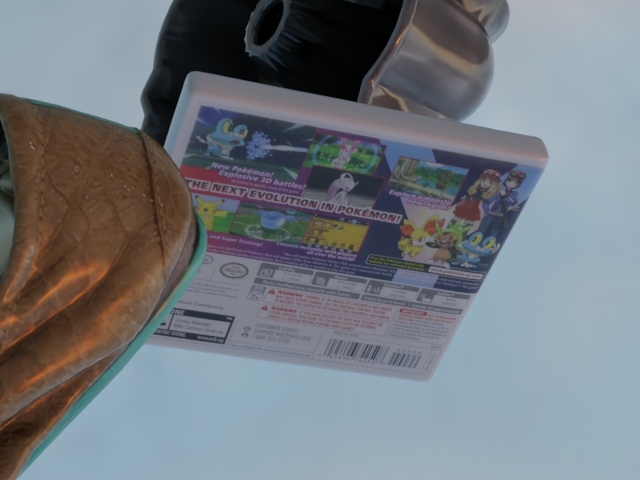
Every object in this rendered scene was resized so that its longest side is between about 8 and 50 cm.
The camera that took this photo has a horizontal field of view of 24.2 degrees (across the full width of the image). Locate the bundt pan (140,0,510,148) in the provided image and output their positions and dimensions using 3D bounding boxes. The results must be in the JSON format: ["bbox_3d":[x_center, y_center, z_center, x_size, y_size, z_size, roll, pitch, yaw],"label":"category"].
[{"bbox_3d":[0.009,-0.133,1.066,0.124,0.331,0.331,22,-163,-33],"label":"bundt pan"}]

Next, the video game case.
[{"bbox_3d":[0.000,0.000,0.827,0.201,0.183,0.023,10,-140,-17],"label":"video game case"}]

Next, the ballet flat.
[{"bbox_3d":[-0.174,0.090,0.537,0.116,0.124,0.342,26,-101,52],"label":"ballet flat"}]
